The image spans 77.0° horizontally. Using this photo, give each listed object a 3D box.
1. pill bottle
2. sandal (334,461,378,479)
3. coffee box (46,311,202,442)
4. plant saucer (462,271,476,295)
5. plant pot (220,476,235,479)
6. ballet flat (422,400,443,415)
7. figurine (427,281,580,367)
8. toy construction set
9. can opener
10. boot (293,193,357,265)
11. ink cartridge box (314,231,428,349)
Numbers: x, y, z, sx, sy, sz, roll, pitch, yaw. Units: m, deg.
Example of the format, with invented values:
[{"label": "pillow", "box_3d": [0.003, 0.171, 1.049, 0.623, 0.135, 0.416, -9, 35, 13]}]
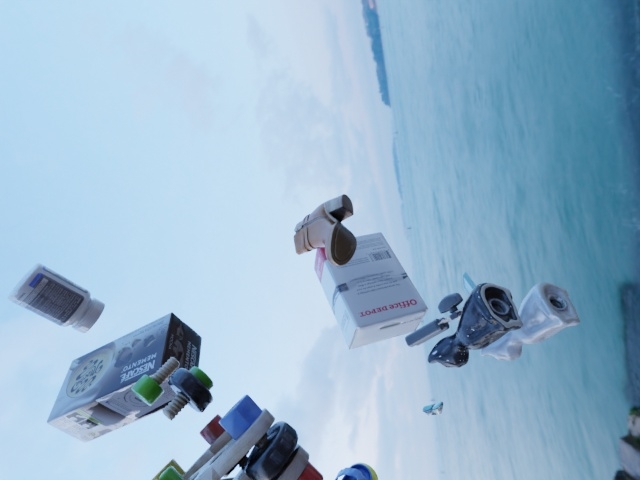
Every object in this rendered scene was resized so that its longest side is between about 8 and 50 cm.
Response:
[{"label": "pill bottle", "box_3d": [-0.476, 0.109, 0.735, 0.137, 0.078, 0.078, 43, -147, -30]}, {"label": "sandal", "box_3d": [0.060, 0.721, 1.029, 0.138, 0.126, 0.317, 70, -151, -43]}, {"label": "coffee box", "box_3d": [-0.435, 0.312, 0.922, 0.118, 0.297, 0.168, 58, -168, -36]}, {"label": "plant saucer", "box_3d": [0.524, 0.186, 1.352, 0.192, 0.018, 0.067, -105, -2, -60]}, {"label": "plant pot", "box_3d": [-0.257, 0.928, 1.216, 0.323, 0.323, 0.280, 33, -125, -74]}, {"label": "ballet flat", "box_3d": [0.414, 0.607, 1.448, 0.114, 0.041, 0.041, 128, 149, -51]}, {"label": "figurine", "box_3d": [0.330, 0.171, 0.750, 0.209, 0.215, 0.092, 113, 151, -44]}, {"label": "toy construction set", "box_3d": [-0.117, 0.327, 0.431, 0.237, 0.257, 0.308, -47, -68, -35]}, {"label": "can opener", "box_3d": [0.403, 0.281, 1.397, 0.074, 0.280, 0.093, 4, -131, -41]}, {"label": "boot", "box_3d": [0.000, 0.000, 0.877, 0.073, 0.152, 0.197, 42, -143, -28]}, {"label": "ink cartridge box", "box_3d": [0.121, 0.124, 1.060, 0.114, 0.197, 0.272, 99, 154, -46]}]
